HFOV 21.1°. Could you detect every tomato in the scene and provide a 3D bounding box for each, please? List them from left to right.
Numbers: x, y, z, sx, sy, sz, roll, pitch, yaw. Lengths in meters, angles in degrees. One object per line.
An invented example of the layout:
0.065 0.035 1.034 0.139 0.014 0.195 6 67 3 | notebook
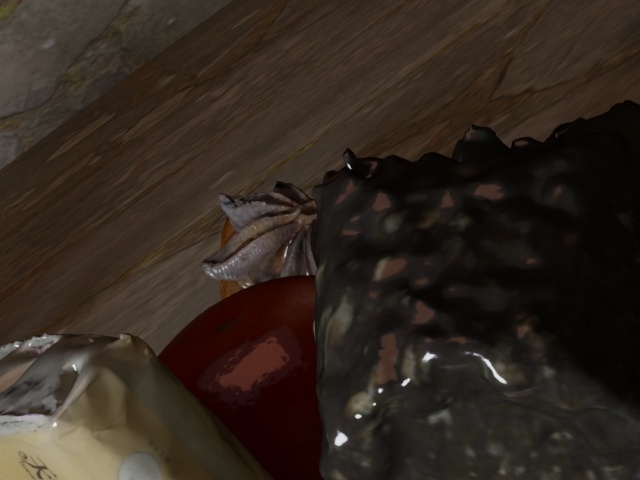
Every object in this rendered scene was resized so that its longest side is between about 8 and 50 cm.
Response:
-0.022 0.100 1.034 0.195 0.136 0.195 -31 17 10 | tomato

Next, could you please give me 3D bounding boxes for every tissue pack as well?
-0.097 0.147 0.901 0.186 0.222 0.090 -12 36 49 | tissue pack

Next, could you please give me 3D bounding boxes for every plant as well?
0.098 0.035 0.858 0.199 0.188 0.276 -9 30 18 | plant

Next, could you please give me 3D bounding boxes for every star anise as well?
0.000 0.000 1.353 0.195 0.065 0.182 -15 29 -12 | star anise

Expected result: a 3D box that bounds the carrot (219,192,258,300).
-0.052 0.040 1.404 0.072 0.072 0.205 -30 26 16 | carrot
